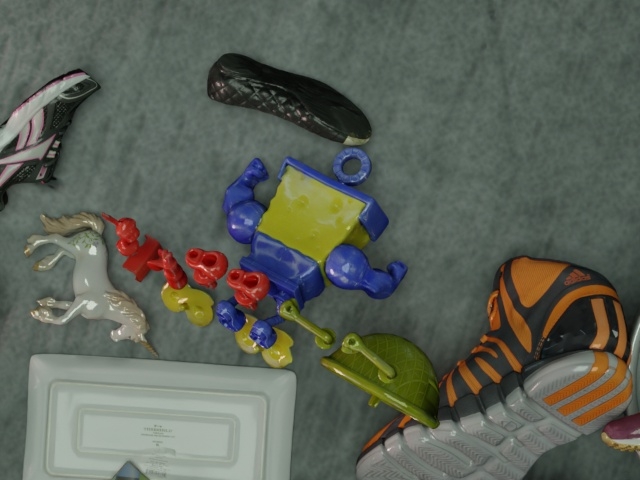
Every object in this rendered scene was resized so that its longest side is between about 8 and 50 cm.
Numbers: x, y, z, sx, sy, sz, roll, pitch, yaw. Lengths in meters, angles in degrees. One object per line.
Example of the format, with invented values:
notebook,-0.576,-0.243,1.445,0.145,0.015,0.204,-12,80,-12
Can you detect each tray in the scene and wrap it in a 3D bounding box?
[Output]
tray,-0.163,0.193,1.917,0.270,0.030,0.145,4,92,3

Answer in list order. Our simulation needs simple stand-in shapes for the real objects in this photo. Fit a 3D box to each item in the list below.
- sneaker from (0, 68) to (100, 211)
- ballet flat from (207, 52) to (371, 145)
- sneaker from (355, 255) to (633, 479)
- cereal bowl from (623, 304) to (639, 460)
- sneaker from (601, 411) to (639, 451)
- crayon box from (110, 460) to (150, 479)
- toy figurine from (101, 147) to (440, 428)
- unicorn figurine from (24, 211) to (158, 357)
sneaker,-0.283,-0.098,1.906,0.178,0.072,0.077,-38,101,11
ballet flat,-0.030,-0.135,1.903,0.173,0.057,0.049,24,133,3
sneaker,0.170,0.133,1.862,0.321,0.180,0.124,-29,128,31
cereal bowl,0.453,0.132,1.832,0.339,0.141,0.339,0,91,3
sneaker,0.340,0.139,1.740,0.186,0.069,0.083,-12,82,-3
crayon box,-0.126,0.391,1.848,0.323,0.083,0.203,42,73,-4
toy figurine,0.000,0.000,1.819,0.363,0.191,0.217,26,71,26
unicorn figurine,-0.231,0.048,1.902,0.111,0.060,0.161,-9,91,3
